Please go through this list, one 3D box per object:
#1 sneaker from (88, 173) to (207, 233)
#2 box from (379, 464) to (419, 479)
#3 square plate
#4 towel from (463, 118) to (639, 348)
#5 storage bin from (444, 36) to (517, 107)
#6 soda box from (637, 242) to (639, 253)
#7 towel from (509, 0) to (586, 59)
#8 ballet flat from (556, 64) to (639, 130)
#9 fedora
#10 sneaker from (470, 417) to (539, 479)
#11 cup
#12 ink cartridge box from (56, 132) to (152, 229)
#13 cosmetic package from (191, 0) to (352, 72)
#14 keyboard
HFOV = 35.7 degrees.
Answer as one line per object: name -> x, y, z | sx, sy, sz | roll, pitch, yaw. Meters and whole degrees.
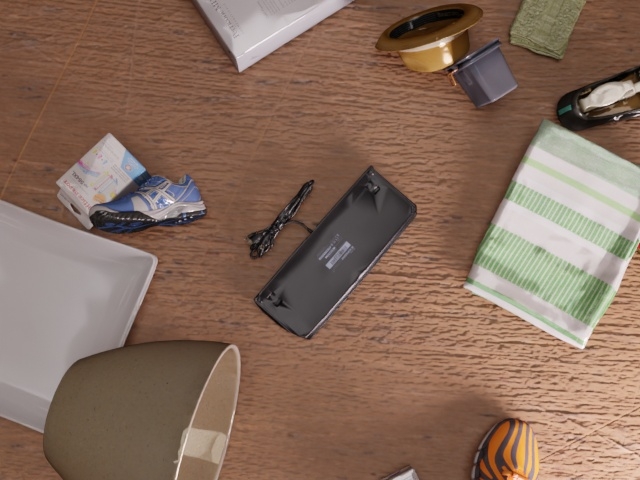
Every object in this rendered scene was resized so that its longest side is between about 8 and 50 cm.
sneaker -> -0.296, -0.062, 1.680 | 0.211, 0.080, 0.081 | -9, 80, -39
box -> 0.196, 0.532, 1.647 | 0.067, 0.063, 0.324 | -27, 84, -3
square plate -> -0.495, 0.131, 1.695 | 0.347, 0.049, 0.344 | 20, 83, 2
towel -> 0.417, -0.010, 1.693 | 0.248, 0.038, 0.325 | 27, 92, 9
storage bin -> 0.279, -0.283, 1.725 | 0.098, 0.135, 0.091 | -32, 94, -5
soda box -> 0.560, -0.038, 1.728 | 0.058, 0.061, 0.181 | -29, 84, -4
towel -> 0.409, -0.406, 1.791 | 0.110, 0.027, 0.148 | 22, 84, 3
ballet flat -> 0.553, -0.259, 1.739 | 0.280, 0.096, 0.095 | -21, 83, -4
fedora -> 0.195, -0.345, 1.728 | 0.194, 0.194, 0.079 | -24, 116, -4
sneaker -> 0.317, 0.434, 1.578 | 0.124, 0.180, 0.321 | 20, 68, -13
cup -> -0.286, 0.295, 1.551 | 0.237, 0.331, 0.331 | 13, 83, 8
ink cartridge box -> -0.376, -0.096, 1.705 | 0.092, 0.090, 0.143 | 45, 84, 4
cosmetic package -> -0.130, -0.534, 1.763 | 0.284, 0.097, 0.377 | -32, 84, -6
keyboard -> 0.000, 0.000, 1.730 | 0.201, 0.033, 0.317 | 42, 83, -2
